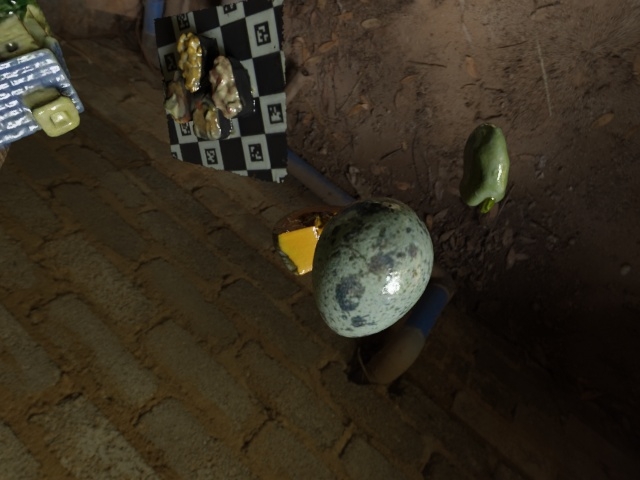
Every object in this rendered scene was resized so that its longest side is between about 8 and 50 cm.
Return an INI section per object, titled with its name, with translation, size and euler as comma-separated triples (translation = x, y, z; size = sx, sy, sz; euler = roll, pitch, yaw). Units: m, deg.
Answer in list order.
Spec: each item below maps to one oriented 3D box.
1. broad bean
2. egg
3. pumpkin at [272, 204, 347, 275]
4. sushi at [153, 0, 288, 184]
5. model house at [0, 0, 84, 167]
[broad bean]
translation = 0.396, -0.170, 1.012
size = 0.100, 0.169, 0.228
euler = -14, 116, 3
[egg]
translation = 0.054, 0.033, 0.478
size = 0.132, 0.132, 0.172
euler = 29, 107, 19
[pumpkin]
translation = -0.001, -0.001, 1.120
size = 0.281, 0.190, 0.139
euler = 6, 124, 47
[sushi]
translation = -0.132, -0.167, 0.478
size = 0.210, 0.040, 0.192
euler = 15, 117, 32
[model house]
translation = -0.551, -0.263, 0.647
size = 0.266, 0.321, 0.261
euler = 52, 156, 8
